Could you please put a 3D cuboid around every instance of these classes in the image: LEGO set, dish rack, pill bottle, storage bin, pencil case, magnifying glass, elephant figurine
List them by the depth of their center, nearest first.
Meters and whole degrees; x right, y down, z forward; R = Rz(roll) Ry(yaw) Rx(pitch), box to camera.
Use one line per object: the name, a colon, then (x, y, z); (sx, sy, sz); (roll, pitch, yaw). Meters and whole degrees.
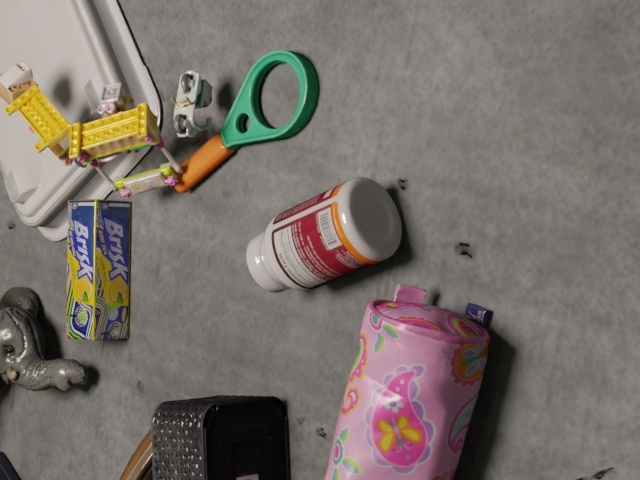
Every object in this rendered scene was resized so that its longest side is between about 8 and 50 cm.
pencil case: (0.068, 0.190, 1.144); (0.124, 0.124, 0.284); (23, 104, 40)
pill bottle: (0.000, 0.000, 1.226); (0.152, 0.086, 0.086); (-23, 74, 40)
storage bin: (-0.103, 0.256, 1.290); (0.084, 0.122, 0.180); (-6, 85, 42)
magnifying glass: (-0.088, -0.123, 1.348); (0.231, 0.026, 0.092); (-38, 65, 36)
LEGO set: (-0.253, -0.120, 1.396); (0.287, 0.107, 0.132); (5, 61, 26)
dish rack: (-0.349, -0.197, 1.556); (0.285, 0.072, 0.333); (-41, 62, 35)
elephant figurine: (-0.422, 0.130, 1.582); (0.239, 0.186, 0.169); (-34, 24, 25)

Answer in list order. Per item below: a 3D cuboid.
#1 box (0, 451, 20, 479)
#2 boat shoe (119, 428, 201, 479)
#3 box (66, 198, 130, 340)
box: (-0.564, 0.464, 1.575); (0.179, 0.312, 0.343); (46, 118, 32)
boat shoe: (-0.213, 0.316, 1.396); (0.104, 0.110, 0.307); (43, 114, 50)
box: (-0.269, 0.035, 1.485); (0.054, 0.059, 0.169); (0, 90, 40)
